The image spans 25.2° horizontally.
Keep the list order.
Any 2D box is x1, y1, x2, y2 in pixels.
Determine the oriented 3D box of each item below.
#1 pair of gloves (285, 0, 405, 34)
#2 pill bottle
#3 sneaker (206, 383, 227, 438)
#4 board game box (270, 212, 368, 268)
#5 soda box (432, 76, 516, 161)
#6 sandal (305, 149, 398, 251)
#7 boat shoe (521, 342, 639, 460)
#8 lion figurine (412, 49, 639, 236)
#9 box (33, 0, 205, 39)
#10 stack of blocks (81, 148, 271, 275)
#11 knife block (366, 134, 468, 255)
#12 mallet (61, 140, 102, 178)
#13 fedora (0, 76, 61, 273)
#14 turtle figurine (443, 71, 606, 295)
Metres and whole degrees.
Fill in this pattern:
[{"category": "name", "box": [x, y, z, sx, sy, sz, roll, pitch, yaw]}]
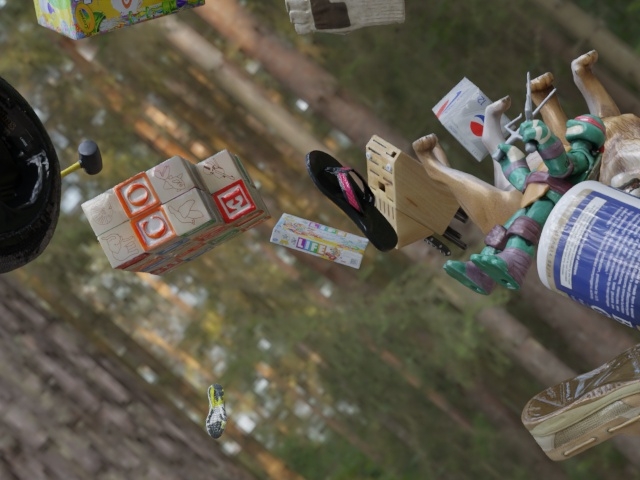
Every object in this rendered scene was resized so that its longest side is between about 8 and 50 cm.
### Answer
[{"category": "pair of gloves", "box": [0.026, -0.452, 2.396, 0.042, 0.204, 0.240, -78, -25, -52]}, {"category": "pill bottle", "box": [0.256, 0.025, 1.079, 0.094, 0.169, 0.094, -28, -49, -38]}, {"category": "sneaker", "box": [-0.154, 0.259, 2.160, 0.035, 0.031, 0.083, 84, -173, -68]}, {"category": "board game box", "box": [0.000, 0.000, 2.403, 0.103, 0.154, 0.026, -64, -9, -73]}, {"category": "soda box", "box": [0.272, -0.222, 2.582, 0.091, 0.098, 0.286, -45, 8, 8]}, {"category": "sandal", "box": [0.051, -0.063, 1.998, 0.040, 0.179, 0.067, -40, 4, 42]}, {"category": "boat shoe", "box": [0.494, 0.251, 2.293, 0.341, 0.110, 0.121, -26, 18, 26]}, {"category": "lion figurine", "box": [0.280, -0.071, 1.723, 0.142, 0.240, 0.392, -27, 2, -29]}, {"category": "box", "box": [-0.392, -0.558, 2.669, 0.279, 0.177, 0.290, -21, -61, -29]}, {"category": "stack of blocks", "box": [-0.169, -0.036, 1.777, 0.171, 0.087, 0.297, -28, -4, 3]}, {"category": "knife block", "box": [0.211, -0.094, 2.697, 0.242, 0.088, 0.275, -24, -54, -27]}, {"category": "mallet", "box": [-0.470, -0.116, 2.543, 0.190, 0.039, 0.062, -29, -32, -27]}, {"category": "fedora", "box": [-0.490, -0.079, 1.799, 0.152, 0.334, 0.334, -25, 8, 36]}, {"category": "turtle figurine", "box": [0.212, -0.059, 1.393, 0.234, 0.118, 0.175, -59, -6, -15]}]
